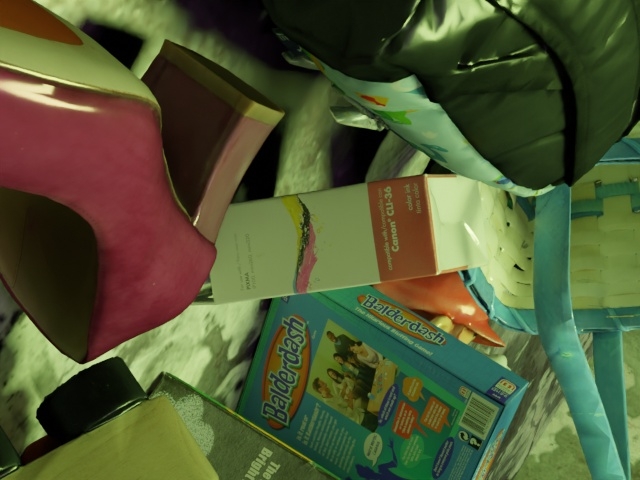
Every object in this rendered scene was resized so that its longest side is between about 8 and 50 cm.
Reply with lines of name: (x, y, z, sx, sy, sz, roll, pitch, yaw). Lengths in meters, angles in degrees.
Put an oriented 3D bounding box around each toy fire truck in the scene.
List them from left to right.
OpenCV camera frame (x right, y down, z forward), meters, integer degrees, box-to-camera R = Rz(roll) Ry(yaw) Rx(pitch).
toy fire truck: (-0.177, 0.211, 0.715, 0.217, 0.158, 0.246, -27, 166, -36)

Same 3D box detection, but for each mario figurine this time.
mario figurine: (0.074, 0.166, 1.200, 0.320, 0.198, 0.170, -51, 147, -13)

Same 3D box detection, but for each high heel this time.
high heel: (-0.138, -0.011, 0.520, 0.181, 0.127, 0.377, -56, 157, 10)

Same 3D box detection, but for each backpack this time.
backpack: (0.109, -0.172, 0.753, 0.355, 0.273, 0.290, 31, 88, -50)

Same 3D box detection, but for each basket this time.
basket: (0.201, 0.014, 0.974, 0.255, 0.201, 0.289, 65, 22, -46)

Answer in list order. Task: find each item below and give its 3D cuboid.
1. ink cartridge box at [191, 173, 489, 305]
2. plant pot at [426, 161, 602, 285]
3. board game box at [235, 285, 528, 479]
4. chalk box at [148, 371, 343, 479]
ink cartridge box: (0.000, 0.000, 0.853, 0.115, 0.198, 0.067, -6, 88, -67)
plant pot: (0.206, -0.051, 1.249, 0.187, 0.188, 0.167, -5, 111, -67)
board game box: (0.043, 0.128, 1.023, 0.047, 0.210, 0.160, -31, 147, -52)
chalk box: (-0.051, 0.216, 0.910, 0.132, 0.213, 0.132, -54, 160, -16)
